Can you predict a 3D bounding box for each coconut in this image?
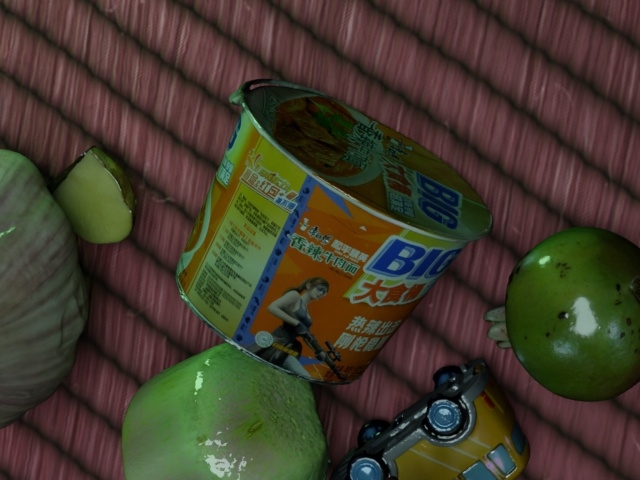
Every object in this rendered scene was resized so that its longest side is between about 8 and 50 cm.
[{"bbox_3d":[-0.106,0.230,1.894,0.236,0.204,0.236,11,128,15],"label":"coconut"}]

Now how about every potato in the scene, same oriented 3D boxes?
[{"bbox_3d":[-0.243,-0.046,1.966,0.096,0.066,0.103,-37,92,29],"label":"potato"}]

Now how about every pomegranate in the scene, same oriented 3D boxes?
[{"bbox_3d":[0.254,0.079,1.825,0.210,0.180,0.180,-15,92,43],"label":"pomegranate"}]

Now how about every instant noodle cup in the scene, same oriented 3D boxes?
[{"bbox_3d":[0.000,0.000,1.818,0.296,0.296,0.214,32,109,8],"label":"instant noodle cup"}]

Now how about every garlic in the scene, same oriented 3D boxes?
[{"bbox_3d":[-0.396,0.060,1.901,0.317,0.259,0.317,2,123,3],"label":"garlic"}]

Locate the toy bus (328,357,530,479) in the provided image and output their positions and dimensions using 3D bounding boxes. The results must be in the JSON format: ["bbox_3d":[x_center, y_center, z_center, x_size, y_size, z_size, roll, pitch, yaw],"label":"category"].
[{"bbox_3d":[0.122,0.234,1.883,0.209,0.126,0.136,-37,95,13],"label":"toy bus"}]

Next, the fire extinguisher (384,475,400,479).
[{"bbox_3d":[0.027,0.342,1.839,0.337,0.106,0.147,-31,71,48],"label":"fire extinguisher"}]
